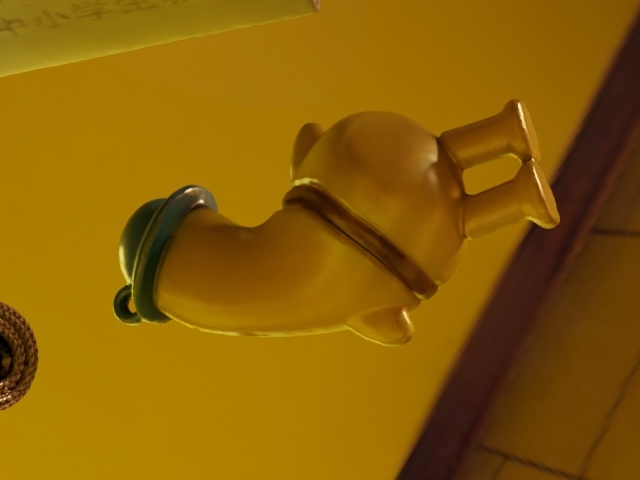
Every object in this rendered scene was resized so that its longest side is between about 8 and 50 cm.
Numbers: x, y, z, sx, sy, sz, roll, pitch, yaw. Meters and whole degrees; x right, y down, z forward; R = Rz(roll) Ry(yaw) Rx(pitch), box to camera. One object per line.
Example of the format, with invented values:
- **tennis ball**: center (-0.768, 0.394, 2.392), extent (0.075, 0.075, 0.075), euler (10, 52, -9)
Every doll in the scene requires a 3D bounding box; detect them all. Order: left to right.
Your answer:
- **doll**: center (0.000, 0.000, 1.200), extent (0.363, 0.145, 0.199), euler (-19, 65, 14)

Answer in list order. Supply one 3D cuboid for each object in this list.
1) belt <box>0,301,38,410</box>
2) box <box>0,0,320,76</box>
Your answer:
- **belt**: center (-0.338, 0.035, 1.201), extent (0.094, 0.359, 0.126), euler (6, 62, 24)
- **box**: center (-0.098, -0.128, 0.404), extent (0.155, 0.243, 0.067), euler (-11, 69, 7)
